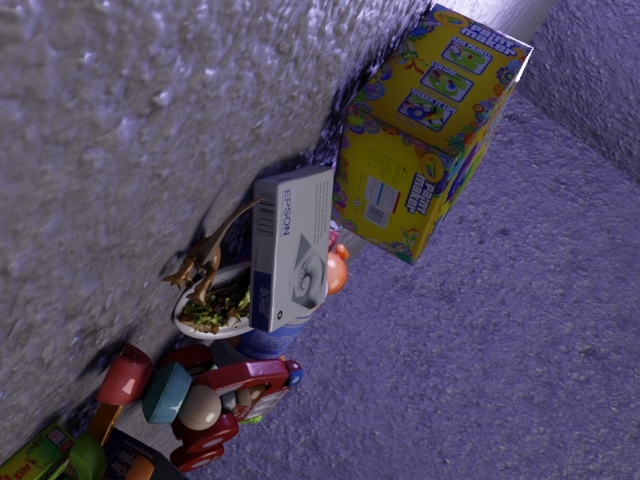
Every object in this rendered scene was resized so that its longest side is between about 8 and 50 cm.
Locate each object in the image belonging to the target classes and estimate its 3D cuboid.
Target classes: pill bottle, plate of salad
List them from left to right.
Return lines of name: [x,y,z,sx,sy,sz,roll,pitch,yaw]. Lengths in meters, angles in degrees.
plate of salad: [-0.131,0.104,1.063,0.200,0.048,0.200,-17,143,-13]
pill bottle: [-0.113,0.152,1.327,0.272,0.152,0.152,-55,171,32]

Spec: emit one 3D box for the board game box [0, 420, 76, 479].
board game box: [-0.404,0.326,0.867,0.181,0.043,0.092,-44,170,-43]

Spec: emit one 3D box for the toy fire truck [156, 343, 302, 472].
toy fire truck: [-0.168,0.293,1.262,0.254,0.169,0.302,-13,153,-30]

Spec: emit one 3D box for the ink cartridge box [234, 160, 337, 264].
ink cartridge box: [-0.047,-0.027,1.183,0.186,0.065,0.311,-55,173,34]

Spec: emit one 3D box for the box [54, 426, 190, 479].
box: [-0.334,0.412,1.069,0.184,0.103,0.261,-49,-158,-27]

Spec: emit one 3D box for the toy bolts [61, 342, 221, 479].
toy bolts: [-0.239,0.265,0.936,0.228,0.158,0.218,-64,-173,7]

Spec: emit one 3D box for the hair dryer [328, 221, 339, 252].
hair dryer: [0.000,0.000,1.531,0.293,0.080,0.223,-47,173,-23]

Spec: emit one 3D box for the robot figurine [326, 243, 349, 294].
robot figurine: [0.010,0.089,1.859,0.158,0.128,0.219,-16,175,5]

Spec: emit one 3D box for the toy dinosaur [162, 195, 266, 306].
toy dinosaur: [-0.148,0.016,0.868,0.211,0.064,0.112,-45,-161,59]

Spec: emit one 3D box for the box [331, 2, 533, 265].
box: [0.169,-0.168,1.099,0.279,0.177,0.290,-53,165,-29]

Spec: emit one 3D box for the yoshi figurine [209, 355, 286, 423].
yoshi figurine: [-0.222,0.352,1.544,0.203,0.203,0.362,-46,172,25]

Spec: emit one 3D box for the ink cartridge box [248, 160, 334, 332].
ink cartridge box: [-0.026,0.002,1.018,0.224,0.045,0.223,-26,124,-58]
